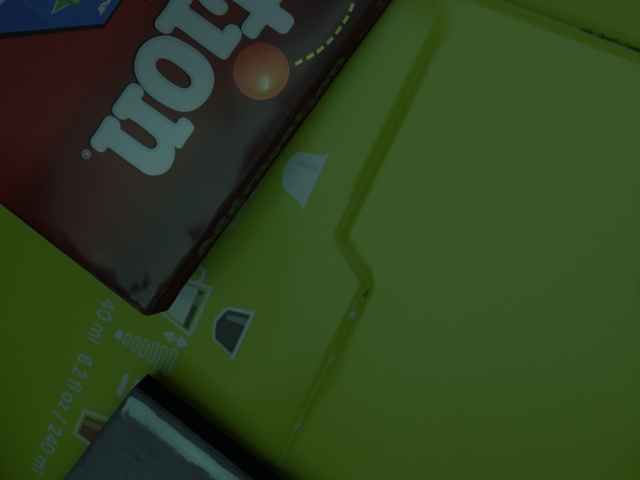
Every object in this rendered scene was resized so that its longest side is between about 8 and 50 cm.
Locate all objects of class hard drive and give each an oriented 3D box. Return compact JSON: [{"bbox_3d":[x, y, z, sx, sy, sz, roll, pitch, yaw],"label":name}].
[{"bbox_3d":[-0.038,0.126,0.373,0.135,0.022,0.094,38,106,1],"label":"hard drive"}]

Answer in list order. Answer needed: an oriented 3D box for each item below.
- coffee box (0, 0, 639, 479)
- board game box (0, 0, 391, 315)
[{"bbox_3d":[0.000,0.000,0.526,0.338,0.334,0.337,27,105,6],"label":"coffee box"},{"bbox_3d":[-0.027,-0.130,0.327,0.145,0.027,0.281,36,95,5],"label":"board game box"}]
